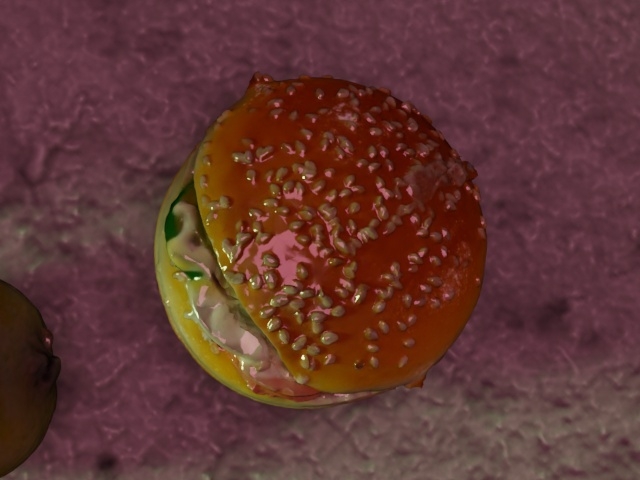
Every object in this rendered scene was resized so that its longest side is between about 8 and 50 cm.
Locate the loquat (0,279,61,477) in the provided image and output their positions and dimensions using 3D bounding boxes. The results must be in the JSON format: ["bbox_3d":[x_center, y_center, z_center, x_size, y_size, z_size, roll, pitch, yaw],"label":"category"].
[{"bbox_3d":[-0.262,0.092,1.137,0.195,0.152,0.152,-8,88,-2],"label":"loquat"}]

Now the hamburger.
[{"bbox_3d":[0.003,0.003,1.181,0.237,0.147,0.237,1,86,-12],"label":"hamburger"}]
